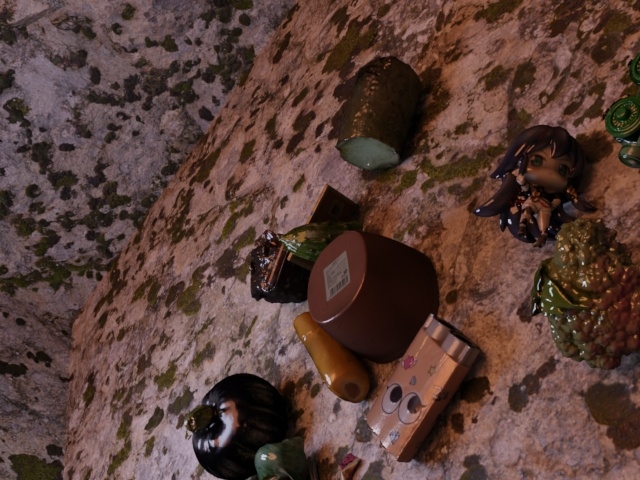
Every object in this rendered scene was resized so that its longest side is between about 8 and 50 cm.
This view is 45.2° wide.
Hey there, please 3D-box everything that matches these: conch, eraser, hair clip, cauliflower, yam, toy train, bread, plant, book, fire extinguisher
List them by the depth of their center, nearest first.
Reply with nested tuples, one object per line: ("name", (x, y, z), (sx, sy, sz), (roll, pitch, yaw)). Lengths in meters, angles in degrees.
("cauliflower", (0.492, 0.075, 1.352), (0.239, 0.256, 0.315), (-30, 7, 36))
("toy train", (0.656, -0.251, 1.413), (0.202, 0.145, 0.266), (20, 84, 57))
("eraser", (0.221, 0.320, 1.678), (0.290, 0.087, 0.171), (-59, 31, 7))
("hair clip", (-0.007, 0.579, 1.886), (0.039, 0.030, 0.115), (-32, 39, 12))
("conch", (-0.091, 0.583, 1.900), (0.176, 0.122, 0.188), (-3, 86, 59))
("bread", (0.033, 0.286, 1.950), (0.091, 0.142, 0.305), (-54, 34, 11))
("fire extinguisher", (-0.121, 0.081, 2.191), (0.064, 0.043, 0.158), (11, 81, 63))
("yam", (0.173, -0.367, 2.216), (0.195, 0.195, 0.300), (-8, 61, 55))
("book", (0.007, -0.028, 2.230), (0.018, 0.170, 0.242), (27, 88, 37))
("plant", (-0.116, 0.076, 2.319), (0.178, 0.204, 0.234), (-7, 66, 51))

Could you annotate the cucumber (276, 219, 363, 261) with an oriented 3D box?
("cucumber", (0.000, 0.003, 2.117), (0.134, 0.244, 0.134), (-175, 90, -87))

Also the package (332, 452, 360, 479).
("package", (0.060, 0.542, 1.809), (0.083, 0.029, 0.059), (-58, 20, -14))

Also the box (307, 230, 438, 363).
("box", (0.116, 0.129, 1.879), (0.301, 0.216, 0.301), (-36, 41, 38))

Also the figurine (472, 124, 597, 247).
("figurine", (0.447, -0.109, 1.603), (0.265, 0.175, 0.197), (-58, 24, -8))

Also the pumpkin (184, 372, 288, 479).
("pumpkin", (-0.248, 0.494, 2.087), (0.296, 0.296, 0.296), (-38, 38, 36))
